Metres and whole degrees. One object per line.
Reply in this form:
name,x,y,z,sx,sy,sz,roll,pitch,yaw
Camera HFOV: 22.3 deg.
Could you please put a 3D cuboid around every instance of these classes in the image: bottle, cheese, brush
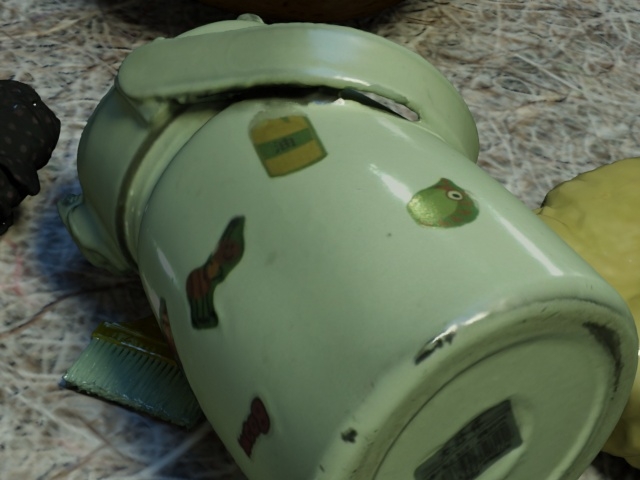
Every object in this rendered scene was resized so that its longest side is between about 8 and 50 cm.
bottle,0.000,0.000,0.910,0.229,0.229,0.352,-16,45,-28
cheese,0.211,0.044,0.987,0.214,0.117,0.226,-20,44,-26
brush,-0.079,0.035,1.003,0.083,0.011,0.205,18,40,9

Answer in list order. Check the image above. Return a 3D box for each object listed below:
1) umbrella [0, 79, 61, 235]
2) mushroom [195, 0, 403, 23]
umbrella,-0.247,0.009,0.937,0.094,0.090,0.326,21,42,7
mushroom,-0.008,-0.340,1.212,0.331,0.356,0.334,10,7,-23
